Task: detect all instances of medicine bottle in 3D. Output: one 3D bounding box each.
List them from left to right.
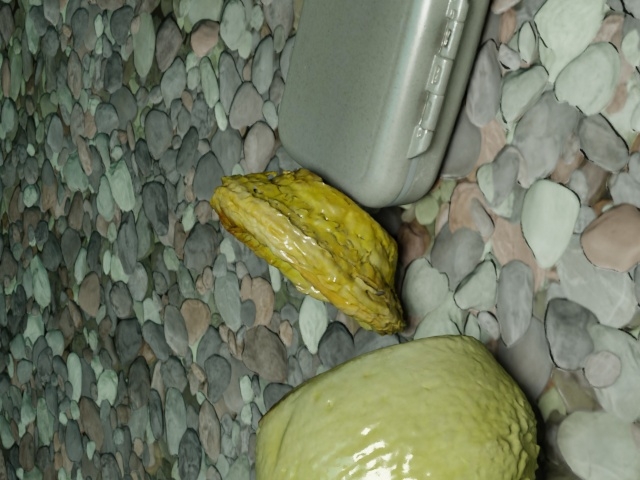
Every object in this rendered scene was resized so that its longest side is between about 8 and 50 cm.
[{"bbox_3d":[0.074,-0.241,1.328,0.282,0.123,0.375,37,122,44],"label":"medicine bottle"}]

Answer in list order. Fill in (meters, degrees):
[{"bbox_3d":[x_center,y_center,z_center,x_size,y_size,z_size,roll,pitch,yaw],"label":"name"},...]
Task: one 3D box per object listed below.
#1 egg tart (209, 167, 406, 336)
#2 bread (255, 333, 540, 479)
[{"bbox_3d":[0.000,0.000,1.355,0.123,0.294,0.294,-54,41,-6],"label":"egg tart"},{"bbox_3d":[0.084,0.255,1.193,0.320,0.321,0.237,-45,60,44],"label":"bread"}]
